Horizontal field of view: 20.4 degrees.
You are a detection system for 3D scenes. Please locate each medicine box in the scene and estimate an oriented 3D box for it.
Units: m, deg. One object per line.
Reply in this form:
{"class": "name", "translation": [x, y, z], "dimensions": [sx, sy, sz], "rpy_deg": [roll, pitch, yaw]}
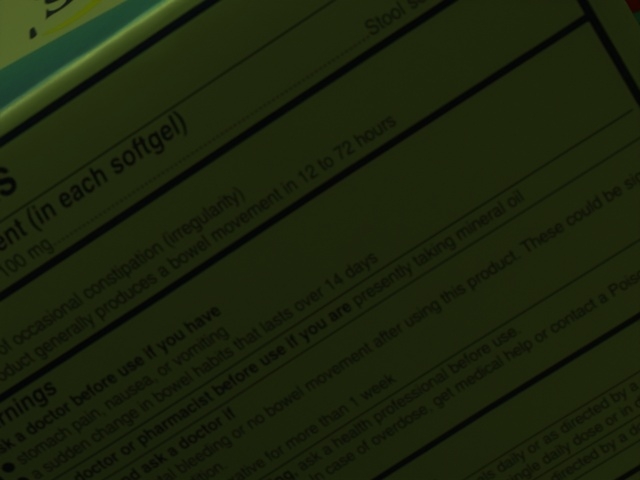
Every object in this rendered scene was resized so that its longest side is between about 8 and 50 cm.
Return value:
{"class": "medicine box", "translation": [0.000, 0.000, 0.644], "dimensions": [0.263, 0.289, 0.149], "rpy_deg": [-33, 32, 7]}

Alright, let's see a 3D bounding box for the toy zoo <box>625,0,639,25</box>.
{"class": "toy zoo", "translation": [0.178, -0.119, 0.717], "dimensions": [0.293, 0.192, 0.030], "rpy_deg": [-20, 35, 27]}
